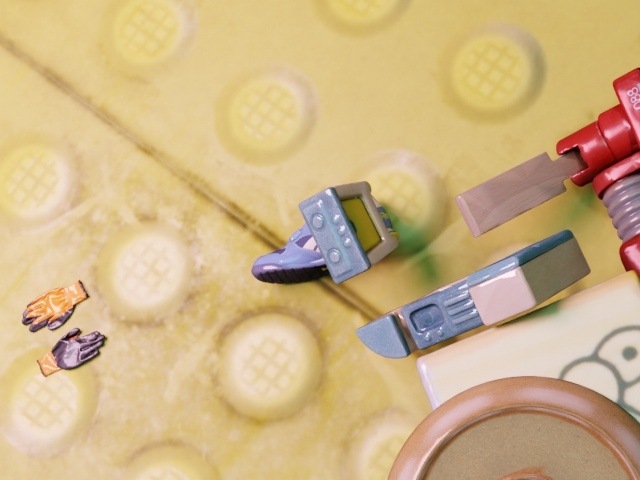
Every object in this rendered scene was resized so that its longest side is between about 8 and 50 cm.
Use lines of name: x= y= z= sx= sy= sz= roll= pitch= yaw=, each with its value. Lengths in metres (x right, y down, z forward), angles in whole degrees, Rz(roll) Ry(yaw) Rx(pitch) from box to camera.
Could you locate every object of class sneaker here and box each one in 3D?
sneaker: x=0.000 y=0.000 z=1.430 sx=0.144 sy=0.053 sz=0.059 roll=-19 pitch=75 yaw=-2

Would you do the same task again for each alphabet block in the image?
alphabet block: x=0.214 y=0.161 z=1.272 sx=0.197 sy=0.193 sz=0.192 roll=-22 pitch=75 yaw=6

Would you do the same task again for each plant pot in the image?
plant pot: x=0.160 y=0.220 z=1.153 sx=0.236 sy=0.032 sz=0.236 roll=-2 pitch=78 yaw=10

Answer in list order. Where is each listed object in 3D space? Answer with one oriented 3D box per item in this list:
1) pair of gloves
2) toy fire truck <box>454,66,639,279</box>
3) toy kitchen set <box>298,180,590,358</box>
pair of gloves: x=-0.256 y=0.087 z=1.485 sx=0.074 sy=0.010 sz=0.083 roll=-26 pitch=74 yaw=5
toy fire truck: x=0.272 y=-0.032 z=1.342 sx=0.246 sy=0.158 sz=0.217 roll=-28 pitch=69 yaw=23
toy kitchen set: x=0.091 y=0.004 z=1.290 sx=0.207 sy=0.122 sz=0.166 roll=-26 pitch=88 yaw=33
